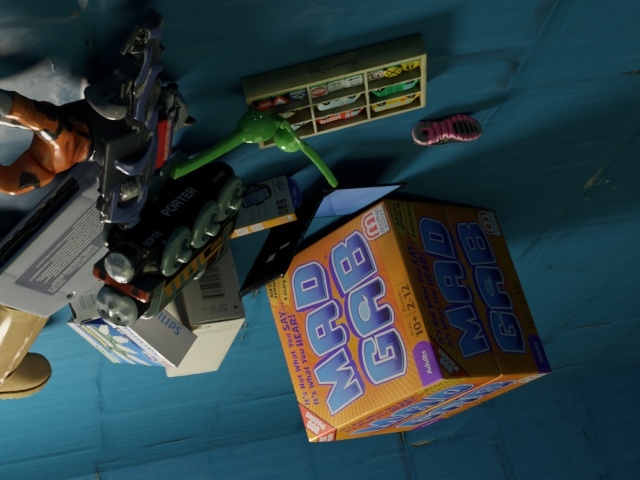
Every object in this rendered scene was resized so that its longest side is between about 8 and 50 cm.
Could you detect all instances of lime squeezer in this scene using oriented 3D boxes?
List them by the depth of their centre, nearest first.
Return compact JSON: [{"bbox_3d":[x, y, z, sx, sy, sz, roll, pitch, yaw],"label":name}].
[{"bbox_3d":[-0.070,-0.132,1.702,0.310,0.110,0.059,1,-167,-43],"label":"lime squeezer"}]

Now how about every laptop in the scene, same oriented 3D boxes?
[{"bbox_3d":[0.000,0.000,2.053,0.136,0.264,0.234,31,158,-13],"label":"laptop"}]

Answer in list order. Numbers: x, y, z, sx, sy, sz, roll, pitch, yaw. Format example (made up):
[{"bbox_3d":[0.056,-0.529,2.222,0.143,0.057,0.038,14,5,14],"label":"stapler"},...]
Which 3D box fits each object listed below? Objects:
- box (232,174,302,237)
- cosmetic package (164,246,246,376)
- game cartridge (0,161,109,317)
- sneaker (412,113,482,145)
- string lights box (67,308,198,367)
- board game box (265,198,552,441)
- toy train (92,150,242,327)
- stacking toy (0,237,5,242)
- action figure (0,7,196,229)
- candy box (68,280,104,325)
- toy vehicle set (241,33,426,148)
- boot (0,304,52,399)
[{"bbox_3d":[-0.098,-0.060,1.983,0.136,0.081,0.028,-14,150,2],"label":"box"},{"bbox_3d":[-0.242,0.143,2.300,0.113,0.160,0.309,-7,157,-20],"label":"cosmetic package"},{"bbox_3d":[-0.389,-0.002,1.850,0.294,0.060,0.196,-43,147,9],"label":"game cartridge"},{"bbox_3d":[0.209,-0.178,1.948,0.119,0.047,0.057,-5,165,-5],"label":"sneaker"},{"bbox_3d":[-0.356,0.167,2.194,0.133,0.077,0.259,45,154,-25],"label":"string lights box"},{"bbox_3d":[0.168,0.162,2.312,0.356,0.356,0.356,-32,157,37],"label":"board game box"},{"bbox_3d":[-0.228,0.001,1.772,0.334,0.142,0.190,-51,161,-54],"label":"toy train"},{"bbox_3d":[-0.545,0.045,1.920,0.330,0.141,0.141,-10,159,-29],"label":"stacking toy"},{"bbox_3d":[-0.313,-0.179,1.523,0.330,0.178,0.341,-8,134,-35],"label":"action figure"},{"bbox_3d":[-0.338,0.070,2.056,0.196,0.070,0.165,-19,-170,0],"label":"candy box"},{"bbox_3d":[0.025,-0.218,1.730,0.267,0.035,0.166,-14,159,0],"label":"toy vehicle set"},{"bbox_3d":[-0.564,0.192,2.238,0.236,0.089,0.269,-18,148,-56],"label":"boot"}]
